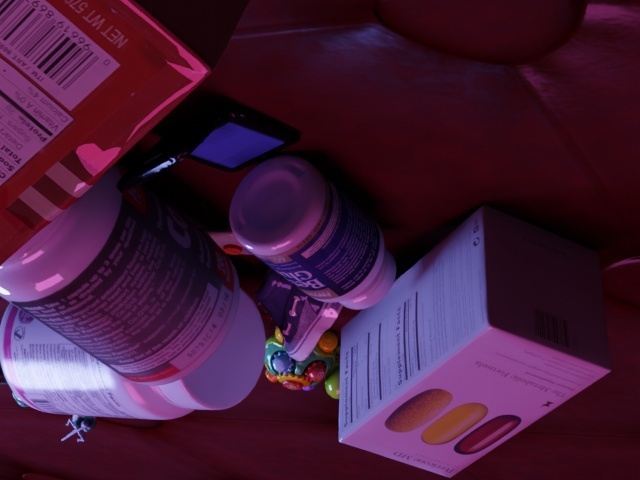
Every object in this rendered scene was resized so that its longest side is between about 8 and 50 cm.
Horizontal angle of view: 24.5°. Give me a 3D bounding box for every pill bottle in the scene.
[{"bbox_3d":[-0.205,0.113,1.604,0.283,0.160,0.160,-3,155,41],"label":"pill bottle"},{"bbox_3d":[-0.214,0.009,1.363,0.161,0.161,0.283,-3,150,33],"label":"pill bottle"},{"bbox_3d":[0.000,0.000,1.331,0.094,0.094,0.169,-3,154,32],"label":"pill bottle"}]

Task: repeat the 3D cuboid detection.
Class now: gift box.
[{"bbox_3d":[-0.137,-0.166,0.711,0.276,0.258,0.255,-31,116,35],"label":"gift box"}]

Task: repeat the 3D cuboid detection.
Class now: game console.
[{"bbox_3d":[-0.097,-0.066,1.254,0.071,0.107,0.122,49,146,-13],"label":"game console"}]

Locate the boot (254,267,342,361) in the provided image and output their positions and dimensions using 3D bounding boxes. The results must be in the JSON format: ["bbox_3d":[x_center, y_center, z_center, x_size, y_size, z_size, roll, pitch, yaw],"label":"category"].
[{"bbox_3d":[-0.031,0.069,1.579,0.086,0.069,0.190,26,154,-3],"label":"boot"}]

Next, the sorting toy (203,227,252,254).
[{"bbox_3d":[-0.094,0.003,1.499,0.083,0.012,0.062,1,157,24],"label":"sorting toy"}]

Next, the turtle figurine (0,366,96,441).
[{"bbox_3d":[-0.384,0.189,1.969,0.175,0.118,0.234,2,146,-17],"label":"turtle figurine"}]

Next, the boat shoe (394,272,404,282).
[{"bbox_3d":[0.093,0.092,1.574,0.079,0.084,0.233,-25,153,-11],"label":"boat shoe"}]

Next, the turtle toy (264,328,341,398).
[{"bbox_3d":[-0.013,0.146,1.741,0.130,0.066,0.095,14,158,-7],"label":"turtle toy"}]

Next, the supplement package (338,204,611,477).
[{"bbox_3d":[0.136,0.101,1.376,0.139,0.133,0.244,21,139,-23],"label":"supplement package"}]
